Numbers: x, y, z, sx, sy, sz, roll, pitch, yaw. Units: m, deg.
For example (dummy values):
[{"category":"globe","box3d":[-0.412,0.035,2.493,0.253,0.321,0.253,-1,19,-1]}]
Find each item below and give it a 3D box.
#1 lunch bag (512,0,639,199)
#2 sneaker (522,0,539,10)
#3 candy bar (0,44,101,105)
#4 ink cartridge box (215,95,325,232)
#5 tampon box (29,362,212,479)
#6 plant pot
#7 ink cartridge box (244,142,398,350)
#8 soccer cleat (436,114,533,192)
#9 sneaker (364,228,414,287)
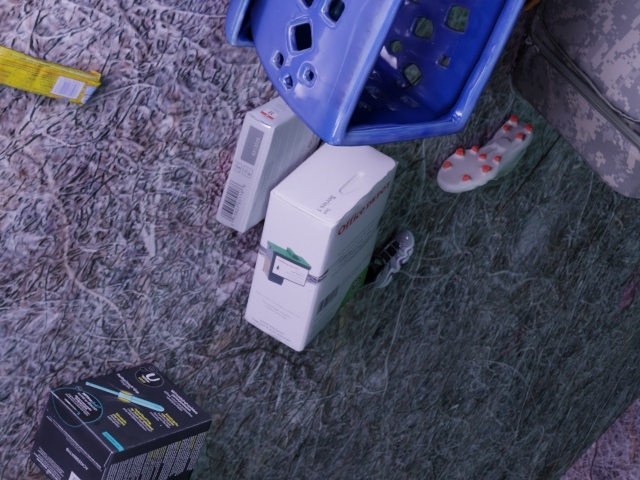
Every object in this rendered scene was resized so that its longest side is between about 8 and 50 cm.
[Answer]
[{"category":"lunch bag","box3d":[0.425,-0.248,1.798,0.213,0.305,0.256,-17,145,-29]},{"category":"sneaker","box3d":[0.237,-0.359,1.610,0.123,0.106,0.290,-53,153,-2]},{"category":"candy bar","box3d":[-0.257,-0.150,1.229,0.040,0.018,0.161,-56,152,15]},{"category":"ink cartridge box","box3d":[-0.046,-0.105,1.582,0.179,0.045,0.145,-42,155,-56]},{"category":"tampon box","box3d":[-0.233,0.231,1.589,0.161,0.120,0.101,-12,132,-50]},{"category":"plant pot","box3d":[0.052,-0.250,1.358,0.236,0.212,0.236,-10,132,-51]},{"category":"ink cartridge box","box3d":[0.000,0.000,1.649,0.160,0.093,0.219,-45,157,-44]},{"category":"soccer cleat","box3d":[0.238,-0.108,1.943,0.196,0.068,0.076,-34,150,-34]},{"category":"sneaker","box3d":[0.090,0.026,1.908,0.069,0.038,0.098,2,121,-57]}]
